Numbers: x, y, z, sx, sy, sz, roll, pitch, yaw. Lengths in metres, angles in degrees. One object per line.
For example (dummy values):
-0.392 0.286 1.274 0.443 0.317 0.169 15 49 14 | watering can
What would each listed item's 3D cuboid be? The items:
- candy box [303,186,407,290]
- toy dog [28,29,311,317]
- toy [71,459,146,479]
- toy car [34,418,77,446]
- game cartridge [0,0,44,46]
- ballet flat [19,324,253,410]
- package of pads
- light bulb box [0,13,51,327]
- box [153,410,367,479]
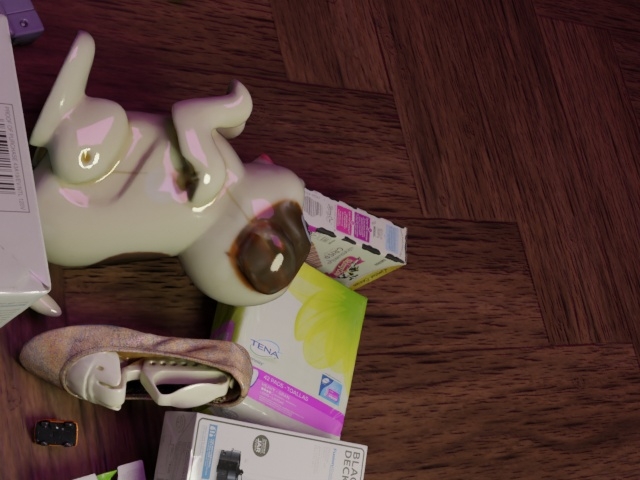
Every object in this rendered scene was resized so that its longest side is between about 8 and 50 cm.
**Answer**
0.000 0.000 2.016 0.233 0.159 0.071 20 59 -31 | candy box
-0.204 -0.053 1.743 0.408 0.284 0.395 21 71 -10 | toy dog
-0.266 0.417 1.648 0.137 0.056 0.237 -6 84 -55 | toy
-0.339 0.289 1.687 0.040 0.060 0.122 -93 169 -83 | toy car
-0.585 -0.357 1.780 0.355 0.068 0.230 -23 89 -44 | game cartridge
-0.242 0.177 1.695 0.316 0.107 0.106 1 35 -13 | ballet flat
-0.061 0.170 1.921 0.229 0.101 0.296 31 52 -26 | package of pads
-0.517 -0.040 1.465 0.225 0.361 0.357 3 67 -41 | light bulb box
-0.081 0.336 1.729 0.290 0.087 0.169 18 74 -34 | box
